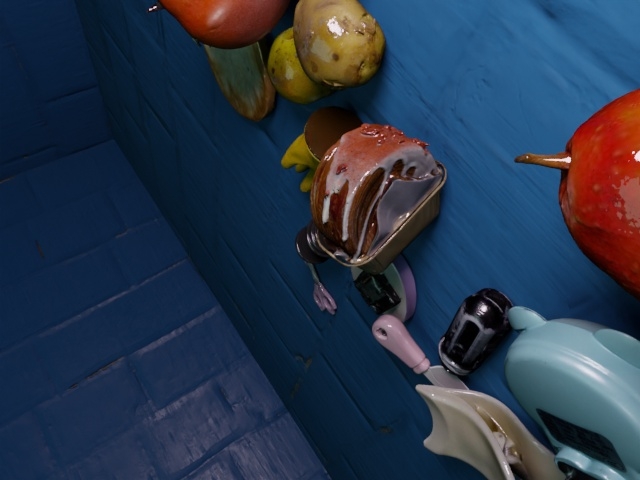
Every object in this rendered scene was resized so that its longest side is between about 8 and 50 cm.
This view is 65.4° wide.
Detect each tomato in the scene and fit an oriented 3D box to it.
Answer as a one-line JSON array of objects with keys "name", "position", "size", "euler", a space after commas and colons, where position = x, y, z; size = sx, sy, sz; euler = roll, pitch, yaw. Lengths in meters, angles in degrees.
[{"name": "tomato", "position": [-0.164, -0.449, 0.816], "size": [0.224, 0.256, 0.256], "euler": [-25, 94, 35]}]

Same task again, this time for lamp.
[{"name": "lamp", "position": [0.349, 0.216, 0.640], "size": [0.209, 0.147, 0.284], "euler": [12, 118, 62]}]

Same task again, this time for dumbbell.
[{"name": "dumbbell", "position": [0.000, 0.000, 1.159], "size": [0.099, 0.099, 0.208], "euler": [60, 156, 3]}]

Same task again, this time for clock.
[{"name": "clock", "position": [0.129, 0.100, 1.057], "size": [0.172, 0.064, 0.198], "euler": [59, 157, 9]}]

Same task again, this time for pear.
[{"name": "pear", "position": [-0.039, -0.311, 0.903], "size": [0.141, 0.104, 0.141], "euler": [46, 156, 28]}]

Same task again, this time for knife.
[{"name": "knife", "position": [0.243, 0.276, 1.022], "size": [0.336, 0.043, 0.081], "euler": [43, 137, 6]}]

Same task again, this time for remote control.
[{"name": "remote control", "position": [0.257, 0.178, 0.881], "size": [0.090, 0.066, 0.266], "euler": [52, 154, 28]}]

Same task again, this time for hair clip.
[{"name": "hair clip", "position": [0.318, 0.383, 0.944], "size": [0.282, 0.113, 0.173], "euler": [27, 134, 56]}]

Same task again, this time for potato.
[{"name": "potato", "position": [0.019, -0.309, 0.761], "size": [0.176, 0.137, 0.137], "euler": [46, 152, 36]}]

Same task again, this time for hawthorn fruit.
[{"name": "hawthorn fruit", "position": [0.279, -0.042, 0.418], "size": [0.225, 0.196, 0.197], "euler": [20, 142, 14]}]

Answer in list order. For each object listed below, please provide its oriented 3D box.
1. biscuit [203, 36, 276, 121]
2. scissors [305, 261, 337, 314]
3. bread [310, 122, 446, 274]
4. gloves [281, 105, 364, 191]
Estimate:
[{"name": "biscuit", "position": [-0.178, -0.382, 1.169], "size": [0.309, 0.040, 0.205], "euler": [28, 139, 52]}, {"name": "scissors", "position": [-0.012, 0.112, 1.400], "size": [0.110, 0.021, 0.212], "euler": [10, 125, 58]}, {"name": "bread", "position": [0.082, -0.068, 0.770], "size": [0.142, 0.224, 0.212], "euler": [38, 170, 43]}, {"name": "gloves", "position": [0.001, -0.146, 1.015], "size": [0.133, 0.116, 0.294], "euler": [65, 163, 9]}]
